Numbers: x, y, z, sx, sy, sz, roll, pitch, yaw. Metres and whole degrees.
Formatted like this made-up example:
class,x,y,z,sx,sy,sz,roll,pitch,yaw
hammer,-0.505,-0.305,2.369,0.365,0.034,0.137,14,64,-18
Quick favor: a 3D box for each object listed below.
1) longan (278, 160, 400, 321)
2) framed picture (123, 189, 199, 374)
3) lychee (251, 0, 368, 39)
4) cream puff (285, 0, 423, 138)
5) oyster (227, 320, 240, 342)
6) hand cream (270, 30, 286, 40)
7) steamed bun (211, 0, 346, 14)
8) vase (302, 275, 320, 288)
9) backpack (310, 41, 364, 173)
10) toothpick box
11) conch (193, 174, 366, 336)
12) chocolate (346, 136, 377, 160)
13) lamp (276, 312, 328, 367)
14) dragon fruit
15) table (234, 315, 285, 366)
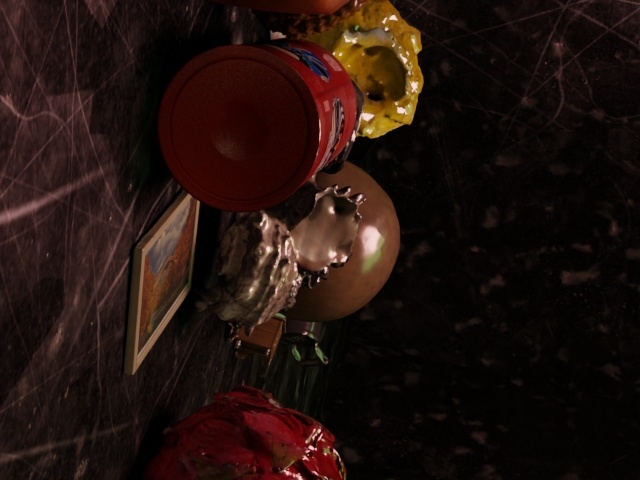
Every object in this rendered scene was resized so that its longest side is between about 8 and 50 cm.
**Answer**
class,x,y,z,sx,sy,sz,roll,pitch,yaw
longan,-0.004,0.002,2.052,0.297,0.297,0.297,12,90,-83
framed picture,-0.206,0.040,1.541,0.250,0.016,0.184,-64,165,-64
lychee,-0.015,-0.390,1.522,0.236,0.235,0.271,-70,178,-49
cream puff,0.073,-0.308,2.043,0.185,0.281,0.282,-5,-112,56
oyster,-0.144,0.128,2.135,0.086,0.029,0.132,90,16,-59
hand cream,-0.050,-0.401,1.993,0.067,0.043,0.210,96,14,-51
steamed bun,-0.045,-0.375,1.232,0.379,0.235,0.248,-68,165,-57
vase,-0.080,0.029,1.906,0.059,0.167,0.059,17,90,-71
backpack,-0.022,-0.207,1.863,0.133,0.258,0.206,-8,122,-36
toothpick box,-0.072,-0.162,1.530,0.333,0.204,0.204,-52,153,-76
conch,-0.071,0.005,1.753,0.313,0.186,0.240,-40,178,-3
chocolate,-0.019,-0.269,2.201,0.177,0.206,0.224,3,89,-39
lamp,-0.044,0.134,2.478,0.172,0.147,0.227,33,59,-38
dragon fruit,-0.110,0.377,1.705,0.329,0.329,0.329,12,90,-83
table,-0.119,0.186,2.231,0.070,0.083,0.082,93,15,-65
